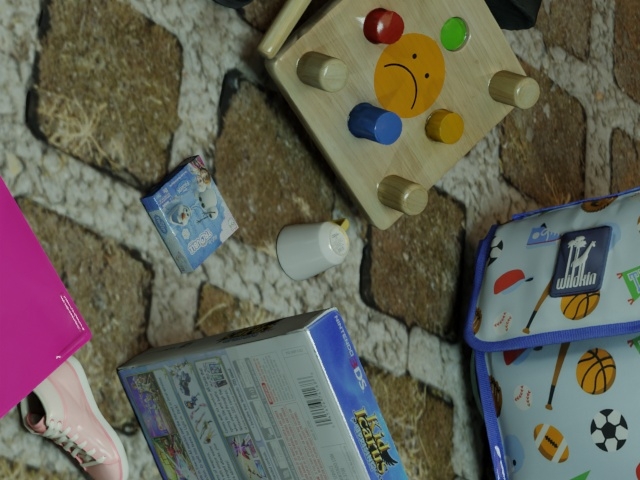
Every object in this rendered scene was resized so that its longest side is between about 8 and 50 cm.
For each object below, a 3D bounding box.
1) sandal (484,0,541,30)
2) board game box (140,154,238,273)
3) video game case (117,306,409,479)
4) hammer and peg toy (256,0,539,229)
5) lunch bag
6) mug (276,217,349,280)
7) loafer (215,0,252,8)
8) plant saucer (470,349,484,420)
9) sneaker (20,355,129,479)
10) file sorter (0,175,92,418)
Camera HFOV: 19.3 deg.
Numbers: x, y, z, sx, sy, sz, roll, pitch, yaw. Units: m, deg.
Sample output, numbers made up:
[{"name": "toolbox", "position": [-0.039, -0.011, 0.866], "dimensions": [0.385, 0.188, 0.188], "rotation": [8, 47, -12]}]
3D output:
[{"name": "sandal", "position": [0.104, -0.326, 2.188], "dimensions": [0.445, 0.167, 0.107], "rotation": [28, 76, -42]}, {"name": "board game box", "position": [-0.132, -0.027, 1.913], "dimensions": [0.090, 0.020, 0.090], "rotation": [-47, 116, -46]}, {"name": "video game case", "position": [-0.040, 0.212, 1.771], "dimensions": [0.061, 0.244, 0.269], "rotation": [-34, 105, -51]}, {"name": "hammer and peg toy", "position": [0.059, -0.215, 2.035], "dimensions": [0.266, 0.127, 0.361], "rotation": [-44, 123, -14]}, {"name": "lunch bag", "position": [0.351, 0.137, 2.144], "dimensions": [0.239, 0.328, 0.385], "rotation": [0, 80, -52]}, {"name": "mug", "position": [-0.003, 0.000, 2.025], "dimensions": [0.062, 0.064, 0.078], "rotation": [34, 54, -39]}, {"name": "loafer", "position": [-0.143, -0.353, 1.940], "dimensions": [0.302, 0.095, 0.109], "rotation": [37, 54, -38]}, {"name": "plant saucer", "position": [0.230, 0.170, 2.273], "dimensions": [0.195, 0.037, 0.195], "rotation": [19, 65, -45]}, {"name": "sneaker", "position": [-0.229, 0.176, 1.711], "dimensions": [0.070, 0.051, 0.134], "rotation": [-32, 101, -48]}, {"name": "file sorter", "position": [-0.368, 0.079, 1.468], "dimensions": [0.290, 0.182, 0.202], "rotation": [-44, 112, -48]}]
